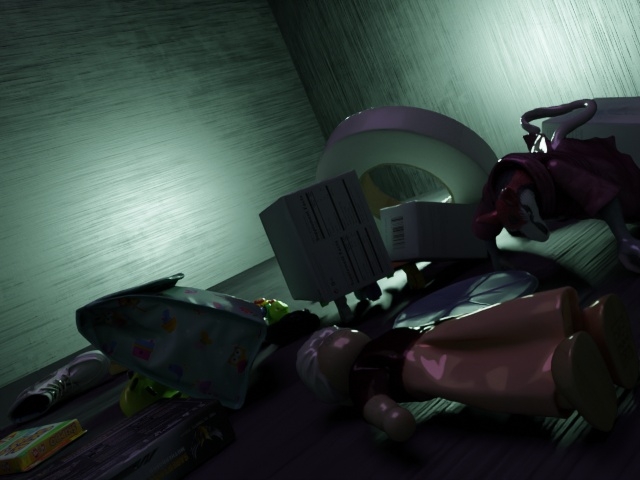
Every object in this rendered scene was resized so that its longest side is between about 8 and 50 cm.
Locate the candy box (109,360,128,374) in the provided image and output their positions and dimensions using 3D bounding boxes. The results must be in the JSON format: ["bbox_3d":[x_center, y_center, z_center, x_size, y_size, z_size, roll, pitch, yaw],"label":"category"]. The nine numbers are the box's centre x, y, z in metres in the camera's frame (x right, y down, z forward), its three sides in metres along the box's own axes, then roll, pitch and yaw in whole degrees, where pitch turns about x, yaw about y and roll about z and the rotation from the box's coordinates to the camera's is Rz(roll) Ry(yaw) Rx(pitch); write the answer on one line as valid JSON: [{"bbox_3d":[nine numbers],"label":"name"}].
[{"bbox_3d":[-0.459,0.269,1.664,0.182,0.088,0.316,-21,5,21],"label":"candy box"}]

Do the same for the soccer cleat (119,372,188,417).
[{"bbox_3d":[-0.275,0.256,1.034,0.121,0.093,0.289,-53,0,17],"label":"soccer cleat"}]

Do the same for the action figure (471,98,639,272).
[{"bbox_3d":[0.337,-0.086,0.797,0.370,0.276,0.248,-8,-2,-45],"label":"action figure"}]

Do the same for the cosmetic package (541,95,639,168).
[{"bbox_3d":[0.587,-0.191,1.104,0.224,0.138,0.224,-26,26,-35],"label":"cosmetic package"}]

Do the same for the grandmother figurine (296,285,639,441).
[{"bbox_3d":[0.106,0.113,0.553,0.207,0.104,0.342,-15,0,-44],"label":"grandmother figurine"}]

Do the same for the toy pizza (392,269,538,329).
[{"bbox_3d":[0.194,0.093,0.767,0.201,0.032,0.201,-23,5,2],"label":"toy pizza"}]

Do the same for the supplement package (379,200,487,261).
[{"bbox_3d":[0.214,-0.013,1.082,0.179,0.105,0.105,2,-8,-32],"label":"supplement package"}]

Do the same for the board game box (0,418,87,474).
[{"bbox_3d":[-0.557,0.390,1.066,0.259,0.039,0.124,-17,7,32],"label":"board game box"}]

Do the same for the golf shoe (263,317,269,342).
[{"bbox_3d":[-0.169,0.197,1.197,0.086,0.069,0.176,-33,7,-29],"label":"golf shoe"}]

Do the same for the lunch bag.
[{"bbox_3d":[-0.227,0.136,0.893,0.262,0.160,0.223,18,-2,-7],"label":"lunch bag"}]

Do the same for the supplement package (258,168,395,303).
[{"bbox_3d":[0.000,0.000,1.118,0.145,0.204,0.262,-23,2,-17],"label":"supplement package"}]

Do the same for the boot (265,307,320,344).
[{"bbox_3d":[-0.064,0.167,1.127,0.121,0.045,0.099,-17,4,-20],"label":"boot"}]

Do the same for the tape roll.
[{"bbox_3d":[0.182,-0.112,1.203,0.392,0.392,0.072,-19,40,46],"label":"tape roll"}]

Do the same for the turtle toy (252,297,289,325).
[{"bbox_3d":[-0.120,0.164,1.281,0.130,0.066,0.095,0,17,42],"label":"turtle toy"}]

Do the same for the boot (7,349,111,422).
[{"bbox_3d":[-0.662,0.380,1.460,0.258,0.095,0.123,-32,11,-4],"label":"boot"}]

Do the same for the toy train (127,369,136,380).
[{"bbox_3d":[-0.320,0.252,1.229,0.184,0.080,0.105,-23,-2,1],"label":"toy train"}]

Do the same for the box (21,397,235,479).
[{"bbox_3d":[-0.244,0.272,0.689,0.231,0.056,0.183,-26,5,-40],"label":"box"}]

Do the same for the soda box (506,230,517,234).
[{"bbox_3d":[0.462,-0.071,1.194,0.168,0.060,0.053,-22,4,12],"label":"soda box"}]

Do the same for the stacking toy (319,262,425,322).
[{"bbox_3d":[0.092,0.100,1.139,0.166,0.052,0.221,-22,2,-12],"label":"stacking toy"}]

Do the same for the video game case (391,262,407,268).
[{"bbox_3d":[0.126,0.069,1.486,0.285,0.025,0.204,-22,4,12],"label":"video game case"}]
